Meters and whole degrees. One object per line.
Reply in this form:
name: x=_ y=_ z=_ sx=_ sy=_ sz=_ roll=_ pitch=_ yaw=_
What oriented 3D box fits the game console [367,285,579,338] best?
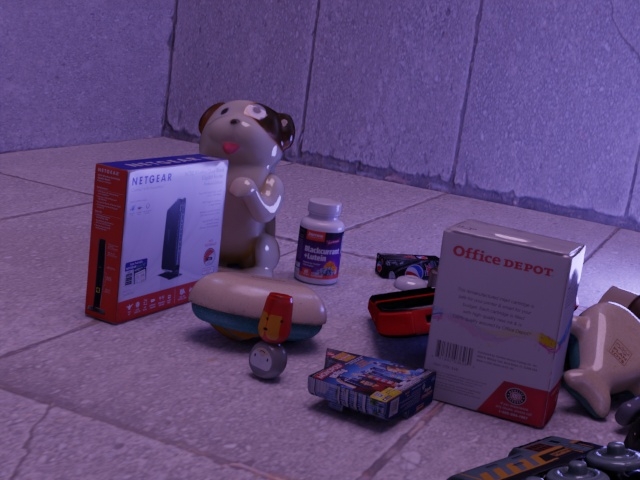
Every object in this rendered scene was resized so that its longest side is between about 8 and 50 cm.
game console: x=0.294 y=0.125 z=2.037 sx=0.386 sy=0.060 sz=0.342 roll=-8 pitch=2 yaw=-1

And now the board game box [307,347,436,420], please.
board game box: x=0.065 y=0.242 z=1.705 sx=0.194 sy=0.060 sz=0.194 roll=13 pitch=14 yaw=29

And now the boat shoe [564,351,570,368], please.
boat shoe: x=0.419 y=0.197 z=2.047 sx=0.257 sy=0.095 sz=0.095 roll=11 pitch=19 yaw=13

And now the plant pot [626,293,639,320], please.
plant pot: x=0.725 y=0.202 z=2.086 sx=0.166 sy=0.167 sz=0.165 roll=7 pitch=21 yaw=-3

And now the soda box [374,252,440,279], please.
soda box: x=0.227 y=0.067 z=2.591 sx=0.168 sy=0.053 sz=0.060 roll=2 pitch=14 yaw=-20

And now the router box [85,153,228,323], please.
router box: x=-0.326 y=-0.014 z=2.056 sx=0.082 sy=0.301 sz=0.335 roll=13 pitch=14 yaw=27

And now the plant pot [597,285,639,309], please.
plant pot: x=0.665 y=0.177 z=2.268 sx=0.096 sy=0.109 sz=0.109 roll=-19 pitch=27 yaw=-38

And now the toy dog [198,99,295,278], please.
toy dog: x=-0.182 y=-0.122 z=2.375 sx=0.284 sy=0.408 sz=0.395 roll=13 pitch=14 yaw=22

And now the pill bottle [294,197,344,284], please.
pill bottle: x=0.000 y=0.000 z=2.430 sx=0.108 sy=0.194 sz=0.108 roll=7 pitch=13 yaw=-2

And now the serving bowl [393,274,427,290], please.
serving bowl: x=0.222 y=0.103 z=2.489 sx=0.083 sy=0.027 sz=0.083 roll=8 pitch=13 yaw=-2

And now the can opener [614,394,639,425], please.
can opener: x=0.616 y=0.279 z=1.801 sx=0.280 sy=0.093 sz=0.074 roll=-12 pitch=41 yaw=-45

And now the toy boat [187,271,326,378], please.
toy boat: x=-0.111 y=0.151 z=1.877 sx=0.267 sy=0.148 sz=0.318 roll=10 pitch=4 yaw=-13

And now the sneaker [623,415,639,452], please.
sneaker: x=0.474 y=0.332 z=1.396 sx=0.109 sy=0.130 sz=0.286 roll=8 pitch=14 yaw=-8

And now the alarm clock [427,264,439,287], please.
alarm clock: x=0.322 y=0.102 z=2.484 sx=0.129 sy=0.064 sz=0.192 roll=13 pitch=17 yaw=22

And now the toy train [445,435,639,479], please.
toy train: x=0.277 y=0.335 z=1.285 sx=0.333 sy=0.142 sz=0.190 roll=-7 pitch=6 yaw=-42

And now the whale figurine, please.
whale figurine: x=0.515 y=0.234 z=1.887 sx=0.216 sy=0.141 sz=0.272 roll=45 pitch=43 yaw=4

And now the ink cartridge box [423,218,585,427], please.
ink cartridge box: x=0.313 y=0.138 z=1.751 sx=0.226 sy=0.306 sz=0.131 roll=14 pitch=14 yaw=23
